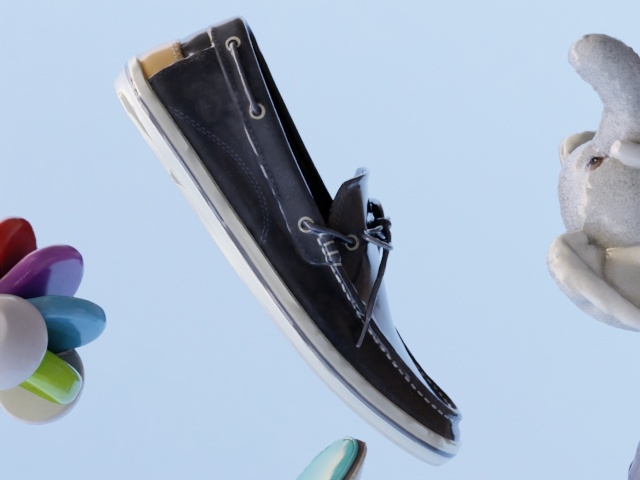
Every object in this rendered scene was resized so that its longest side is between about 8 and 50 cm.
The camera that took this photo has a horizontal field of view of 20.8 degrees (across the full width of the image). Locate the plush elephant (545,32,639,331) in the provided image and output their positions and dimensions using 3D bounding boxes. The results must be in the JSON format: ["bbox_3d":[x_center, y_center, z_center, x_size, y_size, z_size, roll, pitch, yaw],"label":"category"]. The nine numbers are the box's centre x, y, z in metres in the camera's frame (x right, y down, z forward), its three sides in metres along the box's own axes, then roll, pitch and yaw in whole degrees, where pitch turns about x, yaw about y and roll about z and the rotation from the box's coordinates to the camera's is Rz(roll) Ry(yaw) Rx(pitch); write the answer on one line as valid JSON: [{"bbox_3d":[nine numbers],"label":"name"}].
[{"bbox_3d":[0.284,-0.071,1.281,0.255,0.330,0.272,-5,-151,3],"label":"plush elephant"}]

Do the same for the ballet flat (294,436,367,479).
[{"bbox_3d":[-0.013,0.234,1.430,0.052,0.168,0.057,45,174,-33],"label":"ballet flat"}]

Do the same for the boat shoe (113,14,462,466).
[{"bbox_3d":[0.000,0.000,1.684,0.500,0.156,0.187,55,-176,-2],"label":"boat shoe"}]

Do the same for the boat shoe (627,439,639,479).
[{"bbox_3d":[0.206,0.076,0.565,0.224,0.073,0.080,-8,-136,-3],"label":"boat shoe"}]

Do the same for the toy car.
[{"bbox_3d":[-0.248,0.052,1.388,0.182,0.159,0.136,33,-103,21],"label":"toy car"}]
